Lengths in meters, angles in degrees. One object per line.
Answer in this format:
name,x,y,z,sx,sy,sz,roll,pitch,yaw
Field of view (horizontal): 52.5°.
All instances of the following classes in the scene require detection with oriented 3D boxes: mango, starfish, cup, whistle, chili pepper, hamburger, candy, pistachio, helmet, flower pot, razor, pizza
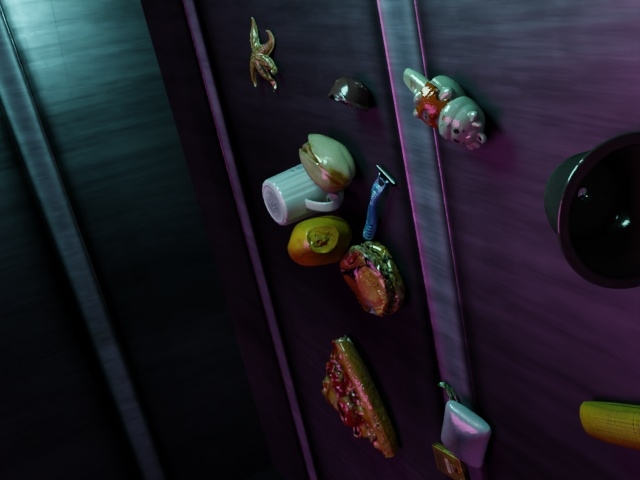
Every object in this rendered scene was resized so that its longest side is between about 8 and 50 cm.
mango,-0.004,0.001,1.886,0.359,0.187,0.144,-8,-99,-75
starfish,-0.193,-0.585,2.061,0.213,0.057,0.238,-29,84,59
cup,-0.045,-0.148,1.933,0.221,0.202,0.166,-13,101,66
whistle,0.252,-0.275,1.329,0.253,0.106,0.101,52,135,31
chili pepper,0.359,0.448,1.785,0.055,0.035,0.118,-8,107,49
hamburger,0.154,0.108,1.850,0.231,0.107,0.231,41,143,41
candy,0.385,0.521,1.737,0.138,0.071,0.174,33,140,35
pistachio,0.018,-0.218,1.823,0.215,0.144,0.144,46,148,36
helmet,0.079,-0.372,1.633,0.123,0.098,0.070,30,105,49
flower pot,0.443,-0.059,1.005,0.148,0.235,0.235,-119,15,-72
razor,0.149,-0.091,1.771,0.082,0.042,0.253,52,152,30
pizza,0.095,0.571,2.332,0.439,0.130,0.406,66,154,5

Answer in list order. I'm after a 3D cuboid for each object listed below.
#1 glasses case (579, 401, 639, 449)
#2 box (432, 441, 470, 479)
glasses case,0.578,0.345,1.203,0.234,0.064,0.079,-20,85,67
box,0.385,0.660,1.919,0.133,0.023,0.090,5,116,64
